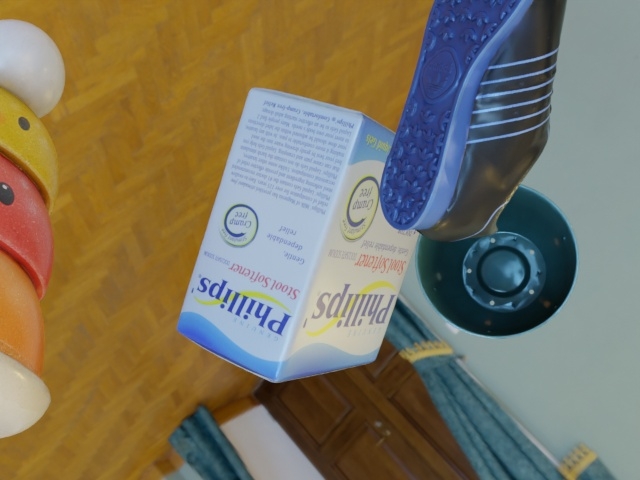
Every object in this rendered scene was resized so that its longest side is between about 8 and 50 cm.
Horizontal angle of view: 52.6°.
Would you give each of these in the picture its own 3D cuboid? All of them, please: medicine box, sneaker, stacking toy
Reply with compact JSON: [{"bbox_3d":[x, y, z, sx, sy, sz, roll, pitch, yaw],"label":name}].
[{"bbox_3d":[0.000,0.000,0.786,0.263,0.149,0.289,10,99,-62],"label":"medicine box"},{"bbox_3d":[0.118,-0.108,0.434,0.090,0.081,0.232,8,113,-34],"label":"sneaker"},{"bbox_3d":[-0.402,-0.059,0.681,0.350,0.350,0.480,87,10,-60],"label":"stacking toy"}]

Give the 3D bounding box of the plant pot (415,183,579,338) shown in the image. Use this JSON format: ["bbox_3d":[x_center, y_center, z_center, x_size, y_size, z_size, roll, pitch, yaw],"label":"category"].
[{"bbox_3d":[0.356,0.049,1.293,0.293,0.293,0.235,-49,160,7],"label":"plant pot"}]
